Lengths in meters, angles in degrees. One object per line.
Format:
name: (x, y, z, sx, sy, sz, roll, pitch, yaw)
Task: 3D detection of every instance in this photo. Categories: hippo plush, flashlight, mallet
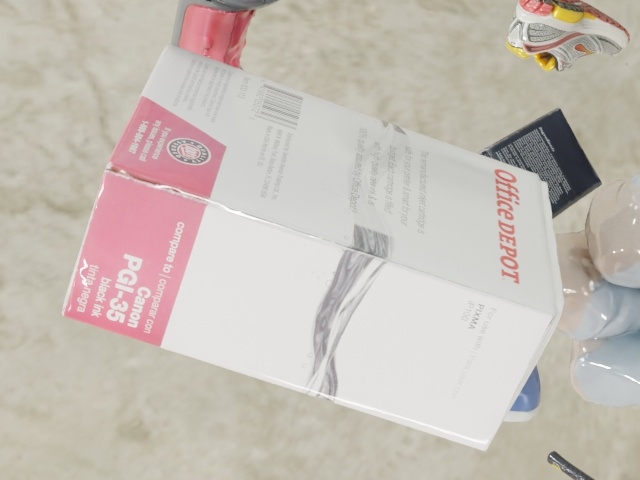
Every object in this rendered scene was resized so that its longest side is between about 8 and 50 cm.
hippo plush: (0.327, 0.000, 1.080, 0.294, 0.236, 0.234, 14, 139, 25)
flashlight: (-0.069, -0.152, 1.043, 0.103, 0.304, 0.103, 29, 58, 5)
mallet: (0.305, 0.267, 1.462, 0.190, 0.062, 0.039, 34, 80, 29)

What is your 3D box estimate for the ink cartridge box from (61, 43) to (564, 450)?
ink cartridge box: (0.000, 0.000, 0.938, 0.283, 0.207, 0.117, 19, 118, -5)

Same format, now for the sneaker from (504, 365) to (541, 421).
sneaker: (0.081, 0.018, 1.291, 0.315, 0.127, 0.182, 23, 105, 29)

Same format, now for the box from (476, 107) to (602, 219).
box: (0.164, -0.040, 1.405, 0.156, 0.158, 0.093, -31, 90, 40)

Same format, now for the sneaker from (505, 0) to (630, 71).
sneaker: (0.313, -0.265, 1.855, 0.088, 0.225, 0.092, 43, 116, 38)
